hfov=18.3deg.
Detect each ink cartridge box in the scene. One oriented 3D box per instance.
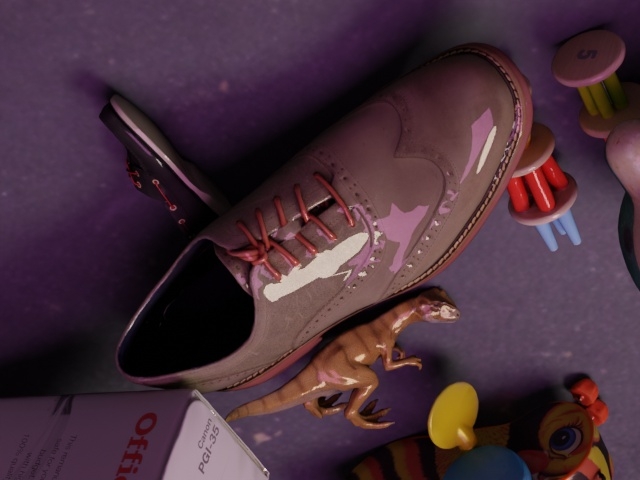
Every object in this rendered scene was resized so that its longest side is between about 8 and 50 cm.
[{"bbox_3d":[-0.202,0.223,1.409,0.283,0.207,0.117,-5,139,33],"label":"ink cartridge box"}]

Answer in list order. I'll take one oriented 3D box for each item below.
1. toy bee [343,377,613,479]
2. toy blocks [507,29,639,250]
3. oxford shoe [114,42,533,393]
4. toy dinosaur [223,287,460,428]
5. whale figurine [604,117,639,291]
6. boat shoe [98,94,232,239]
[{"bbox_3d":[0.164,0.189,1.561,0.298,0.162,0.195,12,140,14],"label":"toy bee"},{"bbox_3d":[0.179,-0.063,1.393,0.123,0.054,0.148,-23,130,10],"label":"toy blocks"},{"bbox_3d":[0.000,0.000,1.345,0.348,0.123,0.130,-45,165,25],"label":"oxford shoe"},{"bbox_3d":[0.006,0.100,1.488,0.211,0.064,0.112,-32,139,-20],"label":"toy dinosaur"},{"bbox_3d":[0.284,-0.066,1.351,0.216,0.141,0.272,-3,95,-16],"label":"whale figurine"},{"bbox_3d":[-0.112,-0.048,1.366,0.042,0.049,0.133,-34,131,9],"label":"boat shoe"}]
